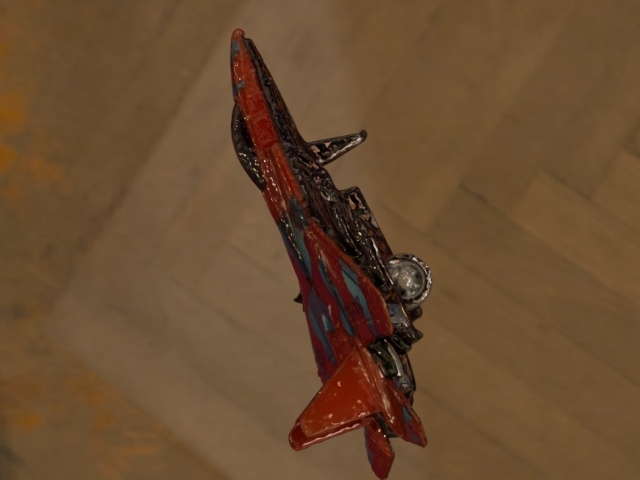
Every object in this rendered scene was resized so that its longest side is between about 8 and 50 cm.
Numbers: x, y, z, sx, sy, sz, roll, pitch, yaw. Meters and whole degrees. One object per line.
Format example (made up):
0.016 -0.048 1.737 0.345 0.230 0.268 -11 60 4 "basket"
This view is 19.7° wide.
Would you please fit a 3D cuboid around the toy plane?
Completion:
0.004 0.000 0.740 0.061 0.130 0.189 -9 76 -11 "toy plane"
